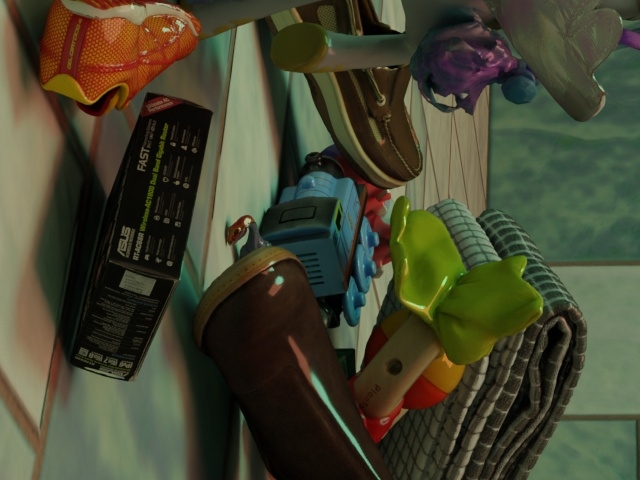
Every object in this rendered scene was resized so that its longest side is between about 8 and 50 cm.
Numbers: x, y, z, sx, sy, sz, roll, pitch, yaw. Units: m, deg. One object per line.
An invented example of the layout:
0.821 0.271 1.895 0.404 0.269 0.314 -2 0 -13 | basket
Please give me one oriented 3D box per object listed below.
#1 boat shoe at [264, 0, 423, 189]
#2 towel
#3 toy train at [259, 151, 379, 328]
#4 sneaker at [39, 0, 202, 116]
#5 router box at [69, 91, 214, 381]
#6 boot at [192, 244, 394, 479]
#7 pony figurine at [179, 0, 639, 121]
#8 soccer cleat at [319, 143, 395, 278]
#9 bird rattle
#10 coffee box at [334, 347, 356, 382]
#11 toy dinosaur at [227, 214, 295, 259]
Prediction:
0.042 -0.138 1.483 0.257 0.095 0.095 54 27 -45 | boat shoe
0.131 0.131 1.642 0.235 0.121 0.283 -116 -139 -63 | towel
0.000 0.000 1.473 0.184 0.080 0.105 -75 155 -59 | toy train
-0.110 -0.101 0.943 0.175 0.064 0.067 -25 135 -75 | sneaker
-0.093 -0.003 0.937 0.092 0.038 0.122 117 -14 -47 | router box
0.011 0.127 1.199 0.207 0.090 0.248 48 -16 24 | boot
0.088 -0.201 1.156 0.351 0.364 0.302 49 41 -75 | pony figurine
0.025 -0.042 1.673 0.095 0.083 0.248 59 3 25 | soccer cleat
0.070 0.105 1.412 0.253 0.143 0.207 -60 165 6 | bird rattle
0.000 0.158 1.547 0.184 0.040 0.113 -17 106 -79 | coffee box
-0.053 0.014 1.332 0.090 0.047 0.082 34 -37 61 | toy dinosaur
